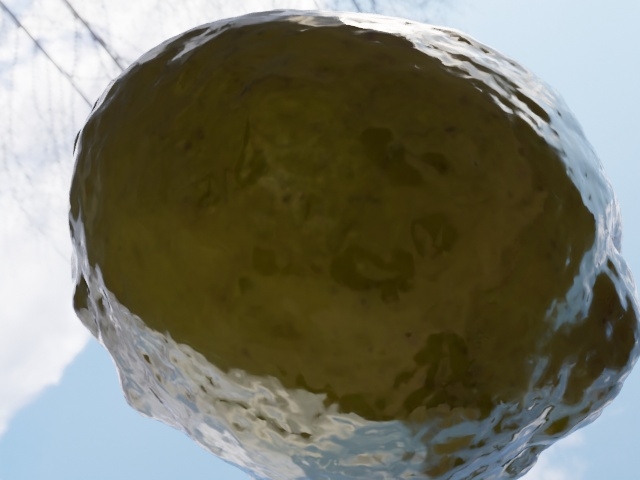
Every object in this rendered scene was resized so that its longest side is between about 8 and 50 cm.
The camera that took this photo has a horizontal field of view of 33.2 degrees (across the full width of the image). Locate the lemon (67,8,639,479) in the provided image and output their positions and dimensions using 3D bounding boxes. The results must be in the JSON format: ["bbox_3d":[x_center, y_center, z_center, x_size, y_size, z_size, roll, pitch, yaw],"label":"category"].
[{"bbox_3d":[0.006,0.002,0.588,0.285,0.316,0.285,-57,-175,8],"label":"lemon"}]
